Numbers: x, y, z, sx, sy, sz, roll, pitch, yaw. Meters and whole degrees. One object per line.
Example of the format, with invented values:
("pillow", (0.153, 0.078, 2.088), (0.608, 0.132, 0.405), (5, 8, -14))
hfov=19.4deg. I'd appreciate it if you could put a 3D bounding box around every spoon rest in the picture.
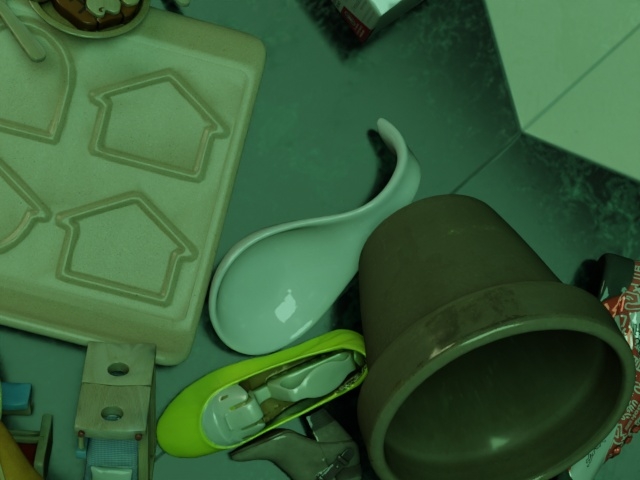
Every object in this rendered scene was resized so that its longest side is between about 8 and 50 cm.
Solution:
("spoon rest", (0.000, 0.000, 1.841), (0.276, 0.084, 0.137), (-47, 131, -11))

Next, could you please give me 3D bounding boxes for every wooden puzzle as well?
("wooden puzzle", (-0.246, -0.075, 1.835), (0.322, 0.080, 0.348), (15, 78, -6))

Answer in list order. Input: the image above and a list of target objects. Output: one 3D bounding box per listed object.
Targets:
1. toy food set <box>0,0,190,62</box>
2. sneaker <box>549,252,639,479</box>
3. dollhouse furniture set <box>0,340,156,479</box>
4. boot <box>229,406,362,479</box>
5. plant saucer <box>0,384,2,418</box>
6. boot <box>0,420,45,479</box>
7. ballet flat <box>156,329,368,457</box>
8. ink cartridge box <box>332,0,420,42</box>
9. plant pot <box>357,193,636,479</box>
("toy food set", (-0.227, -0.251, 1.817), (0.192, 0.038, 0.132), (-27, 66, -31))
("sneaker", (0.320, 0.157, 1.874), (0.145, 0.090, 0.270), (16, 80, -3))
("dollhouse furniture set", (-0.249, 0.182, 1.745), (0.183, 0.129, 0.129), (3, 125, -1))
("boot", (-0.019, 0.222, 1.851), (0.118, 0.042, 0.087), (-25, 96, -2))
("plant saucer", (-0.407, 0.145, 1.685), (0.241, 0.037, 0.241), (6, 78, -29))
("boot", (-0.192, 0.268, 1.654), (0.211, 0.104, 0.295), (-11, 72, -34))
("ballet flat", (-0.051, 0.151, 1.829), (0.231, 0.077, 0.077), (-24, 104, -9))
("ink cartridge box", (0.047, -0.313, 1.866), (0.127, 0.128, 0.176), (-36, 89, -9))
("plant pot", (0.136, 0.083, 1.774), (0.263, 0.263, 0.229), (-15, 50, -9))
